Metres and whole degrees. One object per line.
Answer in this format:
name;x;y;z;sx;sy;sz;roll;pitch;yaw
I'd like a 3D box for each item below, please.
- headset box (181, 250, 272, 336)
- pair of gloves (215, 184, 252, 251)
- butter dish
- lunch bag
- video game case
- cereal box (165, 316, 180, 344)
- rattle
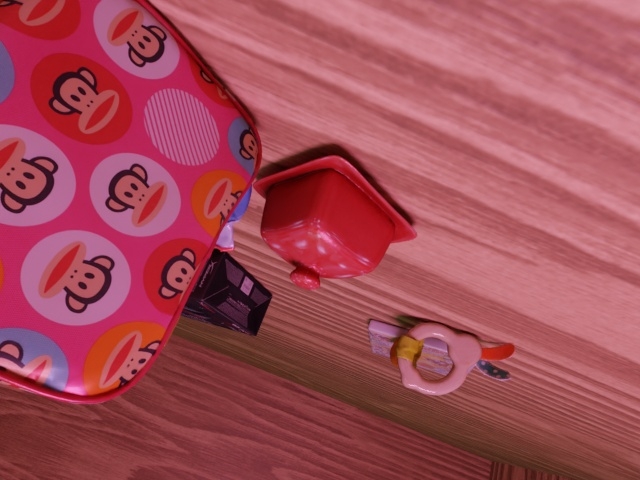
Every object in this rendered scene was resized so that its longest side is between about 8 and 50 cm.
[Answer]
headset box;-0.292;0.104;0.925;0.293;0.110;0.218;8;153;27
pair of gloves;-0.186;-0.064;0.527;0.198;0.023;0.159;16;128;4
butter dish;0.000;0.000;0.467;0.160;0.118;0.160;-7;143;47
lunch bag;-0.199;-0.055;0.305;0.120;0.293;0.258;-7;139;44
video game case;0.222;0.250;0.913;0.226;0.026;0.206;14;154;17
cereal box;-0.570;0.214;1.301;0.240;0.173;0.047;27;155;-15
rattle;0.240;0.223;0.765;0.199;0.130;0.143;-9;147;0
